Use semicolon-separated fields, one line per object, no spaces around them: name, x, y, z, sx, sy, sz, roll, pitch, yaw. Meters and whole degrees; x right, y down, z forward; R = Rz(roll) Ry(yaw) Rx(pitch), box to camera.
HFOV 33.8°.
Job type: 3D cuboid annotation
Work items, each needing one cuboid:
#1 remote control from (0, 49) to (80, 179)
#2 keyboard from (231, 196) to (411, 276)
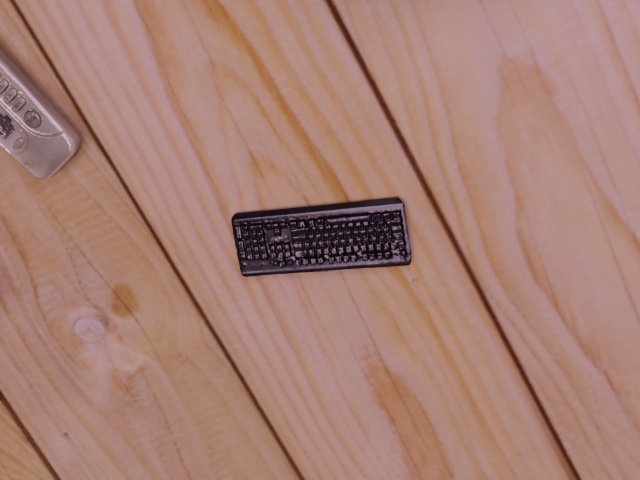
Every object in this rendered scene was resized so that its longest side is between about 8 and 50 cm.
remote control;-0.406;-0.182;1.343;0.090;0.049;0.230;-39;100;24
keyboard;0.000;0.000;1.346;0.230;0.025;0.093;-6;108;15
